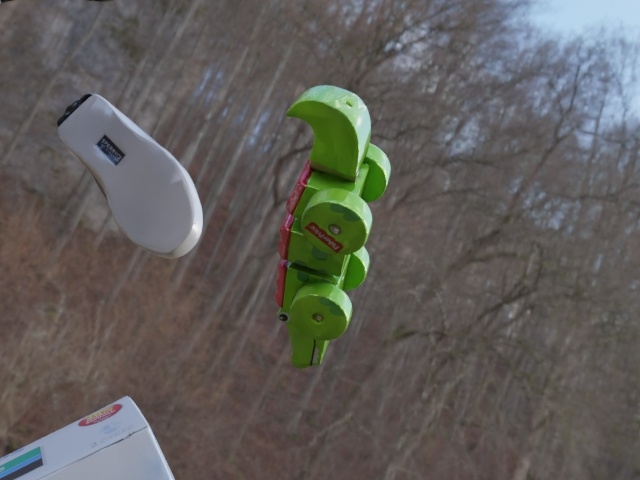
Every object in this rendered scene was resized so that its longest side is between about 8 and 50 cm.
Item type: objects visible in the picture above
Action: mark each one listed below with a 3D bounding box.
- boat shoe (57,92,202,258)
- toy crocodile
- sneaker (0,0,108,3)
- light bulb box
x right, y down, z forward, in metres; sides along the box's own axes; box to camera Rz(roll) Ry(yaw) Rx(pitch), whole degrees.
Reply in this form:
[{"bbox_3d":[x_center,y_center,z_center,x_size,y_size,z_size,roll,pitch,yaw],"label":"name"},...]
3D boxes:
[{"bbox_3d":[-0.249,-0.080,1.346,0.340,0.127,0.158,50,4,32],"label":"boat shoe"},{"bbox_3d":[0.000,0.000,0.944,0.105,0.115,0.340,16,-47,7],"label":"toy crocodile"},{"bbox_3d":[-0.366,-0.370,1.161,0.139,0.341,0.125,-129,-150,-51],"label":"sneaker"},{"bbox_3d":[-0.366,0.490,1.380,0.361,0.358,0.225,68,-17,-9],"label":"light bulb box"}]
